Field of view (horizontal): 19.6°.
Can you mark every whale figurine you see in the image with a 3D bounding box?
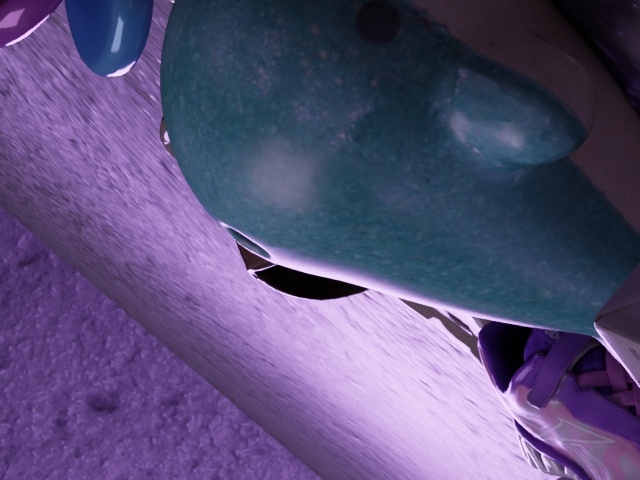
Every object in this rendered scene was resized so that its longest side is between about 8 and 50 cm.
[{"bbox_3d":[0.052,-0.020,0.736,0.272,0.141,0.216,41,170,-5],"label":"whale figurine"}]

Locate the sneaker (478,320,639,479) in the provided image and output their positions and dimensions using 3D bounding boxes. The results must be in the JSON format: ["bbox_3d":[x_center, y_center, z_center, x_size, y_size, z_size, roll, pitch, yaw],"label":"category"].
[{"bbox_3d":[0.155,0.085,0.964,0.104,0.095,0.236,54,167,-23],"label":"sneaker"}]

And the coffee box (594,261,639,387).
[{"bbox_3d":[0.239,0.097,0.593,0.168,0.119,0.297,27,162,52],"label":"coffee box"}]

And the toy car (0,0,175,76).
[{"bbox_3d":[-0.117,-0.150,0.831,0.182,0.136,0.159,46,169,-25],"label":"toy car"}]

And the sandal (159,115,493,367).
[{"bbox_3d":[0.001,0.000,1.168,0.303,0.086,0.120,36,168,29],"label":"sandal"}]

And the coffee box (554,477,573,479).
[{"bbox_3d":[0.170,0.385,1.141,0.334,0.338,0.338,55,-171,-54],"label":"coffee box"}]
